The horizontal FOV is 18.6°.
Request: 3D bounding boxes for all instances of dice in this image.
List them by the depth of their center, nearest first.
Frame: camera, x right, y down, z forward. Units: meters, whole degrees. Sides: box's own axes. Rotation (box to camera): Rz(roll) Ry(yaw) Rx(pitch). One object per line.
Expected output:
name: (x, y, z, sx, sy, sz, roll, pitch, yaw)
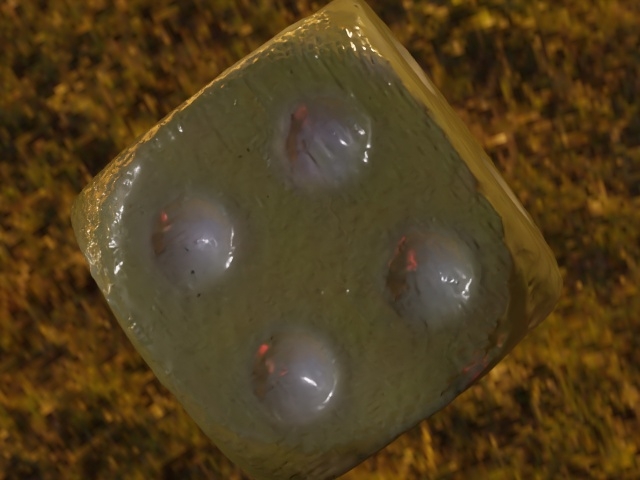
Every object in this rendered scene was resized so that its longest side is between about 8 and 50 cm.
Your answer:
dice: (0.000, 0.000, 0.894, 0.166, 0.169, 0.169, -36, 93, 8)
